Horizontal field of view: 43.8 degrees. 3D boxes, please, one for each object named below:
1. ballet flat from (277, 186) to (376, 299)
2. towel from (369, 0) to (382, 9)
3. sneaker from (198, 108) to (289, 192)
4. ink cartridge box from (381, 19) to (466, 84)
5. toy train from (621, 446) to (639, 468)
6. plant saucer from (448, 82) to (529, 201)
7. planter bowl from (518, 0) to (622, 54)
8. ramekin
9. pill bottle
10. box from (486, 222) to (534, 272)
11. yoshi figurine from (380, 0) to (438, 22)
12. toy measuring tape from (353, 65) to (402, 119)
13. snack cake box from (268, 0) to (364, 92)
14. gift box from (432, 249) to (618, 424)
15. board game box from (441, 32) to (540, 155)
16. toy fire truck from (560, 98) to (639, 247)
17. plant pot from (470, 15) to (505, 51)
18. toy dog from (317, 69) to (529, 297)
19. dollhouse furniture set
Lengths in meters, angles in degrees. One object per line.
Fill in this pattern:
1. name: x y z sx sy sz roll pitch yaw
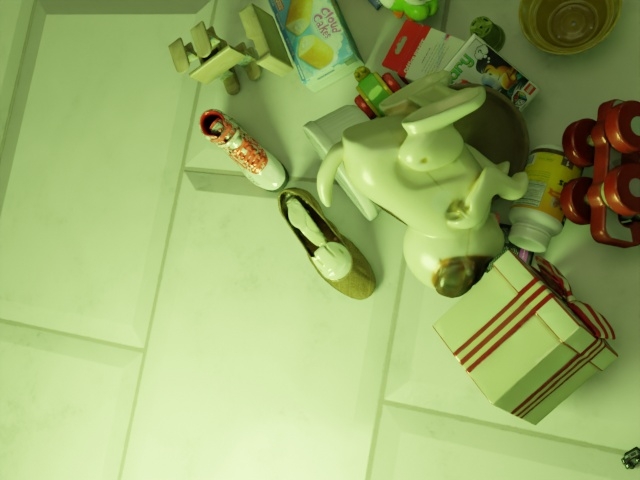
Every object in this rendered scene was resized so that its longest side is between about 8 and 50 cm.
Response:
1. ballet flat: 0.000 0.000 1.893 0.116 0.124 0.342 -39 68 12
2. towel: 0.193 -0.778 2.014 0.336 0.040 0.243 -43 69 12
3. sneaker: -0.202 -0.228 2.012 0.090 0.145 0.270 -47 66 9
4. ink cartridge box: 0.277 -0.415 1.878 0.231 0.078 0.134 30 93 25
5. toy train: 0.669 0.404 1.582 0.158 0.027 0.036 -36 58 14
6. plant saucer: 0.317 -0.208 1.754 0.278 0.041 0.278 2 108 7
7. planter bowl: 0.557 -0.498 1.767 0.217 0.090 0.217 -5 78 23
8. ramekin: 0.086 -0.187 1.824 0.127 0.273 0.273 -36 68 -1
9. pill bottle: 0.473 -0.088 1.691 0.117 0.117 0.215 17 77 25
10. box: 0.392 0.018 1.773 0.162 0.029 0.116 13 84 24
11. yoshi figurine: 0.155 -0.684 1.897 0.203 0.203 0.362 -46 72 4
12. toy measuring tape: 0.172 -0.297 1.882 0.121 0.121 0.330 -39 68 12
13. snack cake box: -0.011 -0.529 2.019 0.152 0.089 0.264 -28 71 17
14. gift box: 0.425 0.188 1.612 0.258 0.276 0.255 -46 53 13
15. board game box: 0.314 -0.282 1.782 0.193 0.053 0.305 38 108 -3
16. toy fire truck: 0.637 -0.133 1.600 0.254 0.169 0.302 9 79 -20
17. plant pot: 0.380 -0.481 1.846 0.083 0.079 0.083 -5 77 22
18. toy dog: 0.232 -0.081 1.623 0.395 0.284 0.408 -31 112 -8
19. dollhouse furniture set: -0.214 -0.452 2.009 0.242 0.212 0.161 -29 70 25
